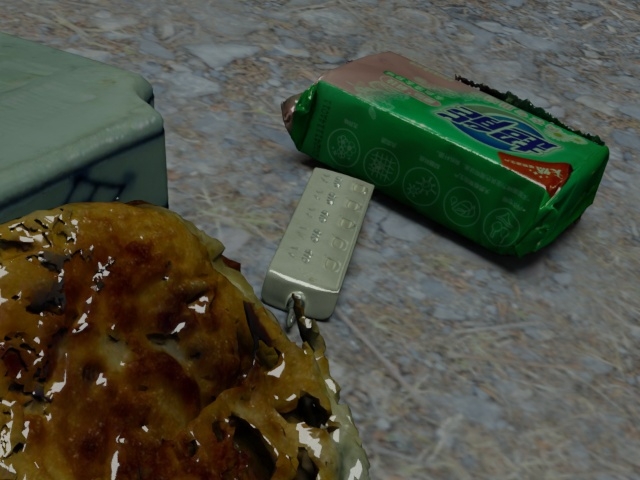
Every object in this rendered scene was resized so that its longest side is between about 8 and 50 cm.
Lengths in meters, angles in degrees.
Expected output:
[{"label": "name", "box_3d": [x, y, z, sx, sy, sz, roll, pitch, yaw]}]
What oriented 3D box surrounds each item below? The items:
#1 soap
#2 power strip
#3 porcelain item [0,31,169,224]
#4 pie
[{"label": "soap", "box_3d": [0.123, -0.087, 1.096, 0.273, 0.098, 0.218, 28, 35, 21]}, {"label": "power strip", "box_3d": [0.000, 0.000, 0.964, 0.060, 0.027, 0.253, 17, 30, 2]}, {"label": "porcelain item", "box_3d": [-0.263, -0.031, 0.746, 0.281, 0.157, 0.286, 18, 30, 23]}, {"label": "pie", "box_3d": [-0.088, 0.104, 0.599, 0.308, 0.085, 0.308, 25, 45, -27]}]
